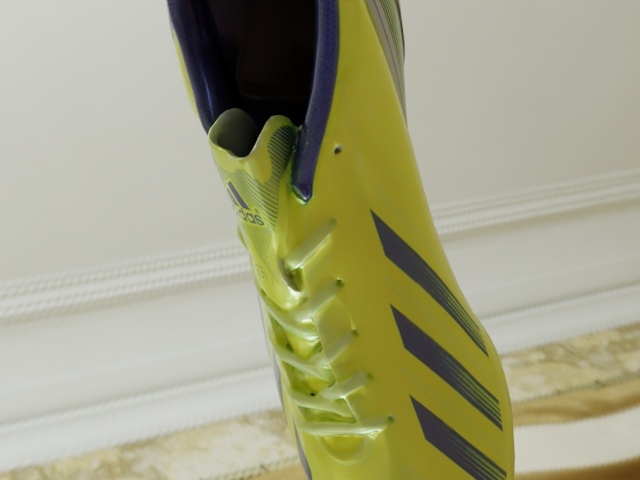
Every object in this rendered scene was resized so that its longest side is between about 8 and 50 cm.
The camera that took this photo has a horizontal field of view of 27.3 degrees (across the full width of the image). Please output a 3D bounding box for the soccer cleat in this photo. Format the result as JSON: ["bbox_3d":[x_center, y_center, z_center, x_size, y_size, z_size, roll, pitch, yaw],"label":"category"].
[{"bbox_3d":[-0.001,0.000,0.477,0.121,0.093,0.289,-20,-83,-66],"label":"soccer cleat"}]
